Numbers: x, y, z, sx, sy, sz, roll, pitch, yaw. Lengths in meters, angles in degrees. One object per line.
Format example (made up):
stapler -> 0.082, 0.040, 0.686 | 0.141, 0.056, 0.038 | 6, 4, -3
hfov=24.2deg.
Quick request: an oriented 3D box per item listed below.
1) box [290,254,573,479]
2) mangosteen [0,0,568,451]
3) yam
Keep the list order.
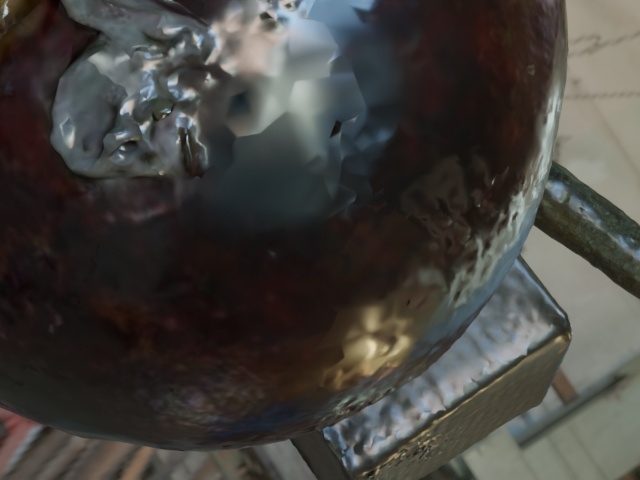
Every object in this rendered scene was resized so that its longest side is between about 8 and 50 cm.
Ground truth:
box -> -0.002, 0.002, 0.830 | 0.273, 0.143, 0.184 | 55, -9, 15
mangosteen -> -0.057, -0.061, 0.403 | 0.235, 0.235, 0.261 | 53, 11, 26
yam -> 0.171, -0.043, 1.206 | 0.274, 0.061, 0.061 | 36, -18, 20
